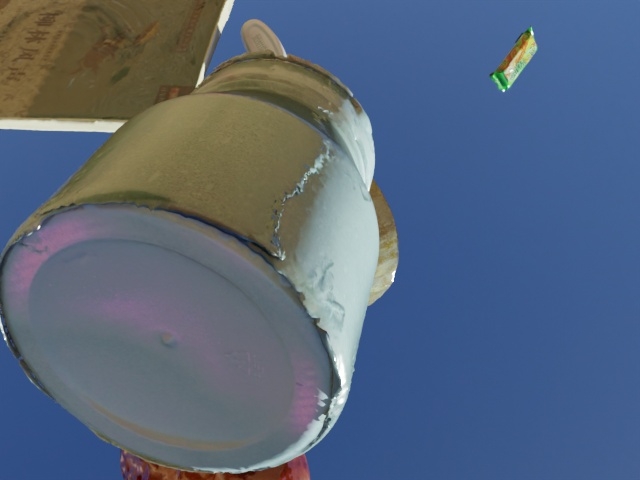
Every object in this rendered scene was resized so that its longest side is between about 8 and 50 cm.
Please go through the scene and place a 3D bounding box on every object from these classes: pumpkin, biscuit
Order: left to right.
[{"bbox_3d":[-0.008,0.004,0.935,0.110,0.217,0.217,-23,-137,-39],"label":"pumpkin"},{"bbox_3d":[0.273,-0.251,0.966,0.016,0.046,0.089,35,-91,42],"label":"biscuit"}]

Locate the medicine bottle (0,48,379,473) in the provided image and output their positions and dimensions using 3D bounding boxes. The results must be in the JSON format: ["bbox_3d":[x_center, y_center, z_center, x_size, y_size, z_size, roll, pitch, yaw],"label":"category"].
[{"bbox_3d":[-0.070,-0.007,0.553,0.245,0.245,0.290,4,-143,13],"label":"medicine bottle"}]

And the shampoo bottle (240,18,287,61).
[{"bbox_3d":[-0.074,-0.261,1.099,0.051,0.221,0.108,-32,-100,-1],"label":"shampoo bottle"}]

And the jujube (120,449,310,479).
[{"bbox_3d":[-0.116,0.229,0.699,0.168,0.168,0.236,-39,-146,-27],"label":"jujube"}]

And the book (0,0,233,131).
[{"bbox_3d":[-0.312,-0.229,0.848,0.379,0.031,0.264,2,-127,8],"label":"book"}]
